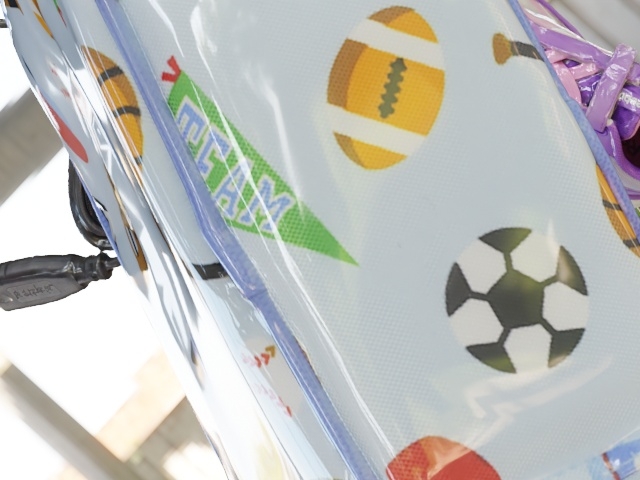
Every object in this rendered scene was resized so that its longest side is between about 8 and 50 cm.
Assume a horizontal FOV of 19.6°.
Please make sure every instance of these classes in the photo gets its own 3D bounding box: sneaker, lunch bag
[{"bbox_3d":[0.155,-0.098,1.161,0.095,0.236,0.104,-61,21,-5],"label":"sneaker"},{"bbox_3d":[0.000,0.000,0.559,0.115,0.303,0.243,-23,-7,-13],"label":"lunch bag"}]

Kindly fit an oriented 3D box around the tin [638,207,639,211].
[{"bbox_3d":[0.283,-0.081,1.649,0.040,0.190,0.106,-32,-9,-3],"label":"tin"}]

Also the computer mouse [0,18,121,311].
[{"bbox_3d":[-0.183,-0.055,0.802,0.262,0.184,0.060,-9,14,19],"label":"computer mouse"}]
